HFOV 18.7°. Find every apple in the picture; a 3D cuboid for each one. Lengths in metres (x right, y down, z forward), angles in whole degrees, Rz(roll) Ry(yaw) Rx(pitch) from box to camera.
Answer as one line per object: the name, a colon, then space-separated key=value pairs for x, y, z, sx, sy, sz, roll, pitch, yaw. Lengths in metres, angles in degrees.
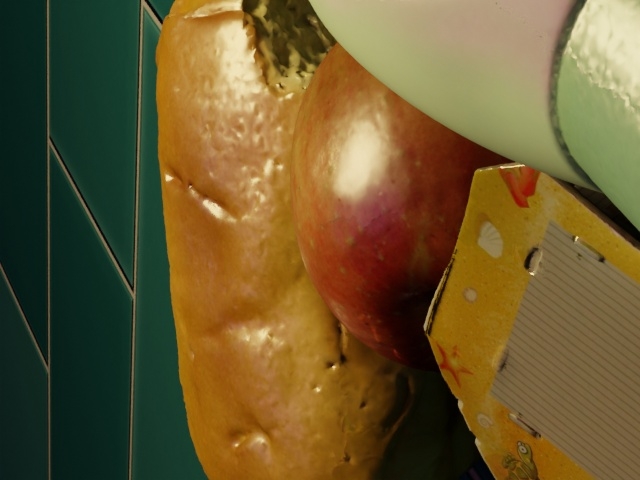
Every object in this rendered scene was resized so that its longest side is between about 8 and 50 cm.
apple: x=0.070 y=-0.029 z=0.999 sx=0.181 sy=0.181 sz=0.168 roll=105 pitch=158 yaw=-47

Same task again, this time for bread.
bread: x=-0.006 y=0.001 z=1.174 sx=0.195 sy=0.149 sz=0.344 roll=2 pitch=103 yaw=33

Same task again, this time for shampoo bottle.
shampoo bottle: x=0.128 y=-0.106 z=0.767 sx=0.349 sy=0.222 sz=0.151 roll=52 pitch=165 yaw=46

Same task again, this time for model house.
model house: x=0.169 y=0.049 z=0.883 sx=0.207 sy=0.136 sz=0.219 roll=36 pitch=142 yaw=24
